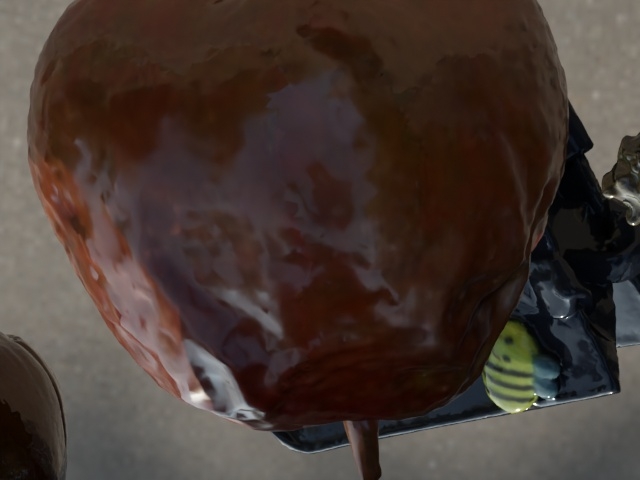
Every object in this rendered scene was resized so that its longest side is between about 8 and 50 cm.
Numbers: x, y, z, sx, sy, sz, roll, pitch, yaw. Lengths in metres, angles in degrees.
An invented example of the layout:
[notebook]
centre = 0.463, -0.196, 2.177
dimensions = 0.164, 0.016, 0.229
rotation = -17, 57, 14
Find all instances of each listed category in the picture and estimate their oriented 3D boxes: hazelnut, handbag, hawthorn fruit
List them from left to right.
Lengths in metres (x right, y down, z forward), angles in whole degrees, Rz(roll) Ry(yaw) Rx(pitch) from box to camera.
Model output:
[hazelnut]
centre = -0.283, 0.161, 1.437
dimensions = 0.229, 0.229, 0.229
rotation = 5, 155, 2
[hawthorn fruit]
centre = 0.000, 0.000, 0.744
dimensions = 0.207, 0.243, 0.207
rotation = -9, -165, 3
[handbag]
centre = 0.036, -0.025, 1.209
dimensions = 0.329, 0.122, 0.303
rotation = -15, 107, 48

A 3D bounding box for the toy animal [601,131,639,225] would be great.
[toy animal]
centre = 0.257, -0.025, 0.992
dimensions = 0.220, 0.086, 0.069
rotation = -6, -176, -16
